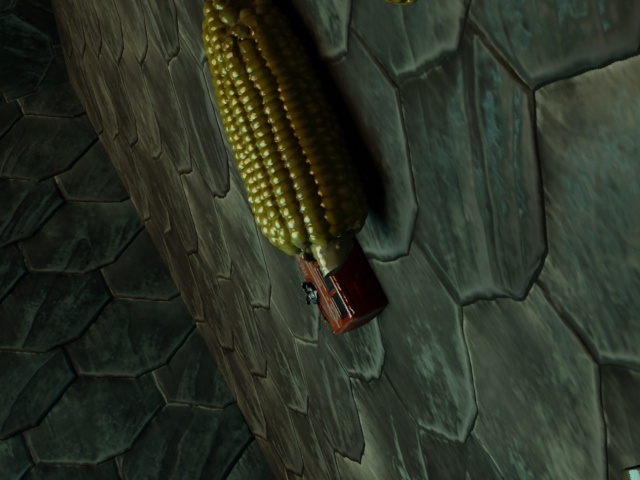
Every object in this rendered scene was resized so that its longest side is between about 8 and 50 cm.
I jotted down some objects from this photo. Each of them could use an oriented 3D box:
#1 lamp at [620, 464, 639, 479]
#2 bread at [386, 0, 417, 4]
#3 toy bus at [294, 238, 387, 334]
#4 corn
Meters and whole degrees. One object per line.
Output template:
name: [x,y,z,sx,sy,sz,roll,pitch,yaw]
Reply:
lamp: [0.273,0.253,0.723,0.121,0.121,0.215,122,137,-70]
bread: [0.024,-0.348,0.761,0.084,0.077,0.367,31,142,62]
toy bus: [0.000,0.000,1.331,0.235,0.073,0.096,64,154,10]
corn: [-0.043,-0.125,1.183,0.130,0.130,0.347,132,118,-72]
